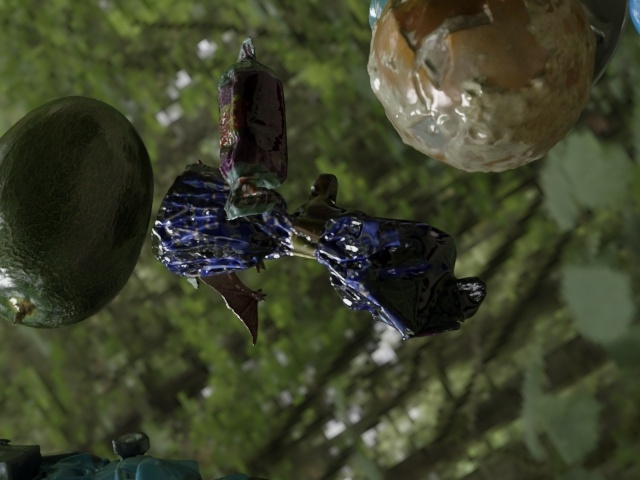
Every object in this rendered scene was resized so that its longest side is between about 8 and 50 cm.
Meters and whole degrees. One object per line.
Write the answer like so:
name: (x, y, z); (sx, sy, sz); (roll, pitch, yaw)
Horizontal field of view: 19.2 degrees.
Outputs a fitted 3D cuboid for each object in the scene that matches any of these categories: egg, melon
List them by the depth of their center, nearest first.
melon: (-0.163, -0.014, 1.173); (0.114, 0.114, 0.167); (48, -138, -38)
egg: (0.136, -0.155, 1.612); (0.195, 0.195, 0.233); (52, -175, -24)

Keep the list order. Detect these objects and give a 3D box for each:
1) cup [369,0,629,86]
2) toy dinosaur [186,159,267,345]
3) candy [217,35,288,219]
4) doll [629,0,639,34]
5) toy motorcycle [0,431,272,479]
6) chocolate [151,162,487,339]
cup: (0.191, -0.242, 2.159); (0.257, 0.290, 0.219); (32, -155, 28)
toy dinosaur: (-0.109, 0.014, 2.122); (0.108, 0.032, 0.220); (-15, -93, -34)
candy: (-0.046, -0.076, 1.298); (0.043, 0.045, 0.175); (29, -140, -34)
doll: (0.313, -0.049, 1.263); (0.145, 0.199, 0.363); (-11, -92, -77)
toy motorcycle: (-0.174, 0.220, 1.495); (0.182, 0.272, 0.124); (-29, -66, -61)
chocolate: (0.004, 0.002, 1.921); (0.126, 0.343, 0.148); (75, -149, -66)
